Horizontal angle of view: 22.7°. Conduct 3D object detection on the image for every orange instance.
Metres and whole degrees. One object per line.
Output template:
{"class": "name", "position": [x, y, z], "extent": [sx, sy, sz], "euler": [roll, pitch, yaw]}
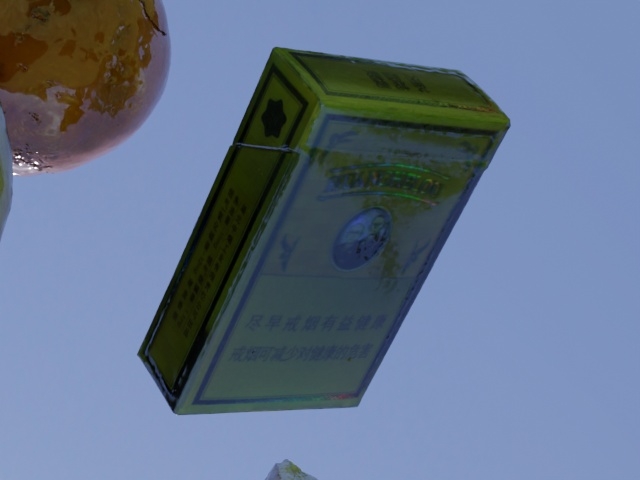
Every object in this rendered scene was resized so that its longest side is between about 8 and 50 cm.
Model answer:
{"class": "orange", "position": [-0.249, -0.171, 1.404], "extent": [0.240, 0.240, 0.240], "euler": [7, -127, -10]}

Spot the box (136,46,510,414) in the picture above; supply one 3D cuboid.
{"class": "box", "position": [0.000, 0.000, 0.920], "extent": [0.141, 0.220, 0.064], "euler": [4, -147, -38]}

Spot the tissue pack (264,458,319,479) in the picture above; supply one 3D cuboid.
{"class": "tissue pack", "position": [-0.042, 0.299, 1.222], "extent": [0.092, 0.183, 0.226], "euler": [28, -87, -15]}

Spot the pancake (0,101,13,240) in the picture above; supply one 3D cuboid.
{"class": "pancake", "position": [-0.352, -0.004, 1.010], "extent": [0.387, 0.082, 0.387], "euler": [-10, -113, 24]}
